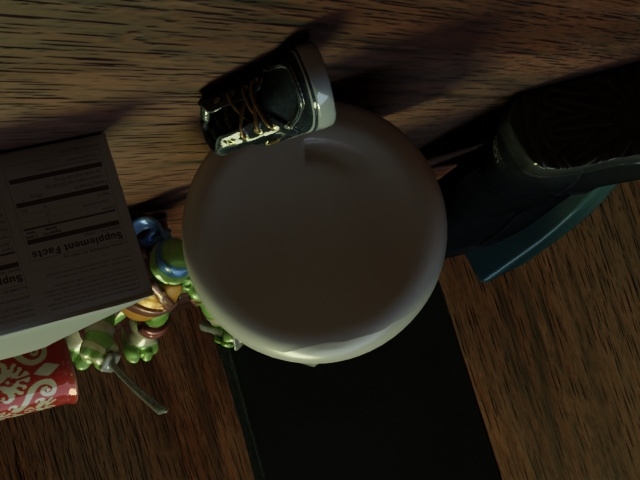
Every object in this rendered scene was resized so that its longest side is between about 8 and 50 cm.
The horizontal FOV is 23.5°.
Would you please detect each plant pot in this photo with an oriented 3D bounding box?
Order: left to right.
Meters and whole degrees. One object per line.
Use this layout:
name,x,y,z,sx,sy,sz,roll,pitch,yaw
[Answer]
plant pot,0.327,-0.075,2.346,0.234,0.165,0.165,-34,172,32

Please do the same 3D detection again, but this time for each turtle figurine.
turtle figurine,-0.201,0.123,1.831,0.198,0.275,0.266,-42,-174,-32

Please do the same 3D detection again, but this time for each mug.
mug,-0.388,0.169,1.825,0.169,0.113,0.150,-17,165,-22

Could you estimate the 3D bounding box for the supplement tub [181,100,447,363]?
supplement tub,0.000,0.000,1.517,0.241,0.241,0.331,-17,176,2

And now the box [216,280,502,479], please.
box,0.026,0.207,2.114,0.297,0.480,0.472,-16,165,-4

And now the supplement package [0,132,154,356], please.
supplement package,-0.299,0.028,1.315,0.204,0.145,0.262,-14,175,-32

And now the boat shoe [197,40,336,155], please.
boat shoe,-0.044,-0.102,1.197,0.083,0.065,0.183,-18,177,-12

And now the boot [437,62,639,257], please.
boot,0.336,-0.089,2.061,0.367,0.146,0.445,-3,163,-16
